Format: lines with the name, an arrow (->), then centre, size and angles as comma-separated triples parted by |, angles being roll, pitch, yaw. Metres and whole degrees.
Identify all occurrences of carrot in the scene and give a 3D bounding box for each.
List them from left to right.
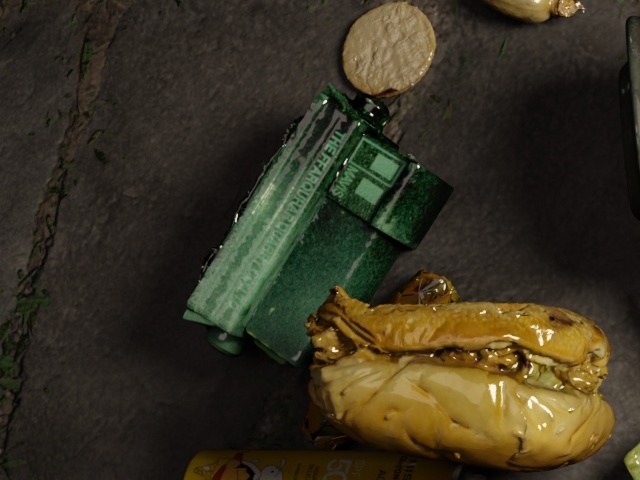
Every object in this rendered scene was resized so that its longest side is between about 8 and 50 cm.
carrot -> 0.063, 0.127, 1.566 | 0.069, 0.069, 0.229 | 40, 95, 30

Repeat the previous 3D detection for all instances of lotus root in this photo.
lotus root -> 0.217, -0.276, 1.593 | 0.150, 0.073, 0.062 | 29, 133, 30

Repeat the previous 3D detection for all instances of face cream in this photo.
face cream -> 0.029, 0.269, 1.515 | 0.348, 0.105, 0.105 | -3, 75, 26

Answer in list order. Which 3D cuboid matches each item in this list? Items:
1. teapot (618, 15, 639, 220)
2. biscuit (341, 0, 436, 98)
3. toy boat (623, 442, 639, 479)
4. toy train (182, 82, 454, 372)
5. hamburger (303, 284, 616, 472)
teapot -> 0.402, -0.064, 1.348 | 0.239, 0.239, 0.322 | -5, 69, 15
biscuit -> 0.078, -0.219, 1.680 | 0.120, 0.015, 0.120 | -8, 72, 26
toy boat -> 0.414, 0.166, 1.339 | 0.276, 0.084, 0.111 | -41, 44, 22
toy train -> 0.000, 0.000, 1.592 | 0.178, 0.138, 0.330 | 33, 93, 26
hamburger -> 0.134, 0.132, 1.391 | 0.318, 0.318, 0.158 | 6, 83, 28
